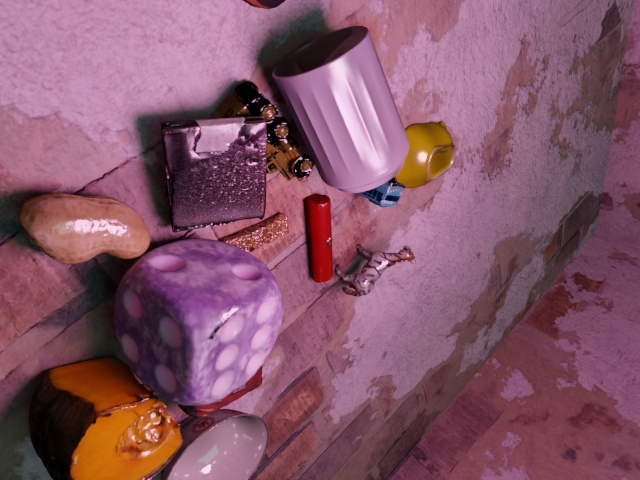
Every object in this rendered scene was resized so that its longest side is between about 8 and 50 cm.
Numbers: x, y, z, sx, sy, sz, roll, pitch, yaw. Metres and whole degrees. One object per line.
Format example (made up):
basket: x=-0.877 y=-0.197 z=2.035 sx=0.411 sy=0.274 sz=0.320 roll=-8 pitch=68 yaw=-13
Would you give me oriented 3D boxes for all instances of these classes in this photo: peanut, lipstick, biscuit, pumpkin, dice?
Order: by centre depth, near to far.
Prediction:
peanut: x=-0.442 y=-0.021 z=0.910 sx=0.253 sy=0.122 sz=0.137 roll=1 pitch=123 yaw=-49
dice: x=-0.263 y=0.169 z=1.036 sx=0.270 sy=0.271 sz=0.270 roll=-24 pitch=135 yaw=-52
pumpkin: x=-0.476 y=0.415 z=1.041 sx=0.256 sy=0.226 sz=0.303 roll=-32 pitch=131 yaw=-31
biscuit: x=-0.169 y=-0.012 z=1.240 sx=0.199 sy=0.034 sz=0.064 roll=-26 pitch=130 yaw=-31
lipstick: x=0.000 y=-0.001 z=1.386 sx=0.073 sy=0.073 sz=0.279 roll=-27 pitch=130 yaw=-31

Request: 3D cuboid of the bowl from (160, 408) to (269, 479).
bowl: x=-0.325 y=0.596 z=1.342 sx=0.337 sy=0.158 sz=0.336 roll=-24 pitch=128 yaw=-34

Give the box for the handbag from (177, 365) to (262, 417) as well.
handbag: x=-0.264 y=0.328 z=1.235 sx=0.255 sy=0.181 sz=0.181 roll=-18 pitch=126 yaw=-40

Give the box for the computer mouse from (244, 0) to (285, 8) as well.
computer mouse: x=-0.159 y=-0.563 z=0.880 sx=0.323 sy=0.116 sz=0.182 roll=6 pitch=103 yaw=-45

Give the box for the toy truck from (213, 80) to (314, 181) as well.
toy truck: x=-0.123 y=-0.235 z=1.100 sx=0.127 sy=0.127 sz=0.257 roll=-42 pitch=138 yaw=3

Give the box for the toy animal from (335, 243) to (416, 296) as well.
toy animal: x=0.166 y=0.072 z=1.520 sx=0.255 sy=0.170 sz=0.090 roll=-39 pitch=131 yaw=3

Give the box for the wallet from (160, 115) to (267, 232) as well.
wallet: x=-0.223 y=-0.137 z=1.017 sx=0.221 sy=0.071 sz=0.262 roll=-8 pitch=131 yaw=-19

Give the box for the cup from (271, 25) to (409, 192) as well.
cup: x=0.068 y=-0.326 z=1.146 sx=0.326 sy=0.237 sz=0.322 roll=60 pitch=33 yaw=-34

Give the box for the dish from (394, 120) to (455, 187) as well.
dish: x=0.367 y=-0.276 z=1.558 sx=0.263 sy=0.108 sz=0.221 roll=-25 pitch=129 yaw=-32

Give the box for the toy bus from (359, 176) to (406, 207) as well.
toy bus: x=0.164 y=-0.158 z=1.387 sx=0.079 sy=0.160 sz=0.091 roll=1 pitch=114 yaw=-45
